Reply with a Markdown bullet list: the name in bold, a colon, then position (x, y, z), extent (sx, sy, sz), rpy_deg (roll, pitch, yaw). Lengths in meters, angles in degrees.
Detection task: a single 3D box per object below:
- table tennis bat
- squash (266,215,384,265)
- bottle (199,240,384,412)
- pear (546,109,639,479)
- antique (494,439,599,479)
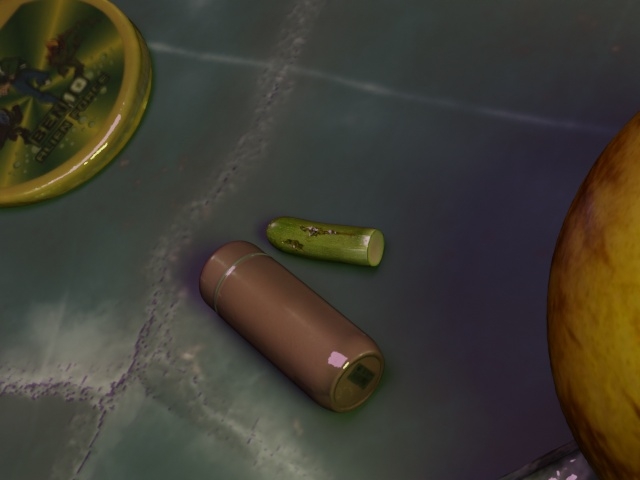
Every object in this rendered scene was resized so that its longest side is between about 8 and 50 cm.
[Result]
- **table tennis bat**: position (-0.270, -0.140, 1.153), extent (0.320, 0.050, 0.198), rpy_deg (32, 77, 31)
- **squash**: position (0.000, 0.000, 0.951), extent (0.083, 0.027, 0.027), rpy_deg (7, 62, 28)
- **bottle**: position (-0.021, 0.053, 0.909), extent (0.053, 0.053, 0.140), rpy_deg (-45, 53, -9)
- **pear**: position (0.242, 0.026, 0.639), extent (0.280, 0.281, 0.281), rpy_deg (-11, 55, 16)
- **antique**: position (0.154, 0.193, 0.721), extent (0.088, 0.086, 0.183), rpy_deg (-28, 52, 3)
